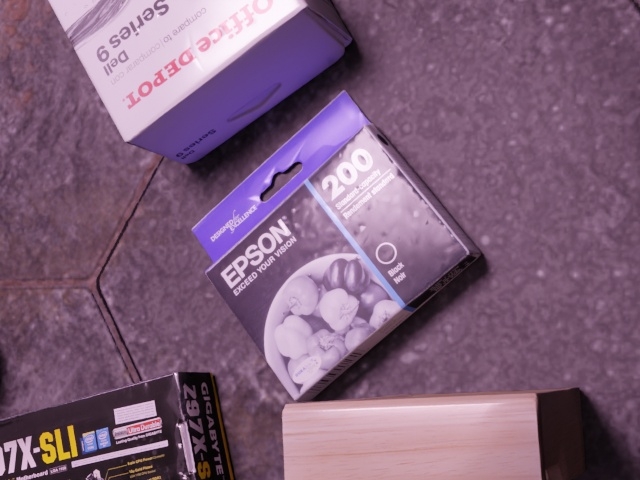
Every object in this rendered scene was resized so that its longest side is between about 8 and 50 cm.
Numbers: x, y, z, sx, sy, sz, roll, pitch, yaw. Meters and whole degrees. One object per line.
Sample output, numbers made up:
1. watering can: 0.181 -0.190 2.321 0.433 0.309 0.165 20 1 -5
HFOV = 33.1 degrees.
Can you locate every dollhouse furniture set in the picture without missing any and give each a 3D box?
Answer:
1. dollhouse furniture set: 0.110 0.308 0.774 0.362 0.256 0.394 -6 81 21

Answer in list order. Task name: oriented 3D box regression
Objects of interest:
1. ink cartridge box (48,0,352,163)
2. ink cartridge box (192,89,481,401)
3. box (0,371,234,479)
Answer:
1. ink cartridge box: -0.136 -0.250 1.011 0.211 0.121 0.289 -35 73 15
2. ink cartridge box: 0.000 0.000 0.969 0.206 0.045 0.208 -42 70 12
3. box: -0.229 0.284 1.008 0.322 0.079 0.257 -18 75 19
